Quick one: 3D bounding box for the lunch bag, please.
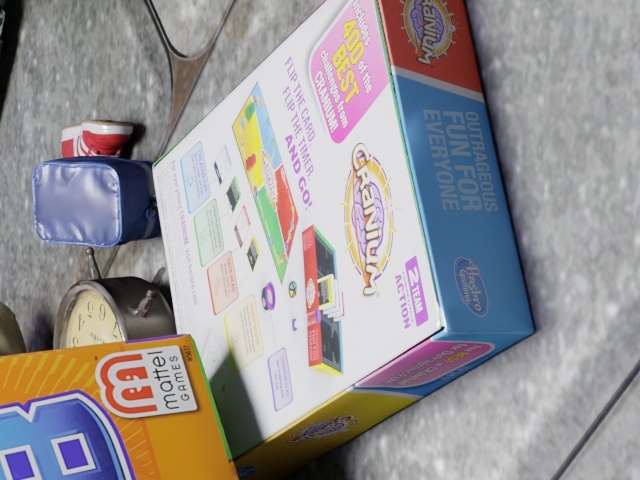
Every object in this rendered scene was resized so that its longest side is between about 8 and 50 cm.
[{"bbox_3d":[-0.167,-0.032,1.534,0.098,0.065,0.067,6,100,29],"label":"lunch bag"}]

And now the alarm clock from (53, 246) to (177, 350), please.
[{"bbox_3d":[-0.155,0.111,1.519,0.129,0.064,0.192,31,116,51],"label":"alarm clock"}]

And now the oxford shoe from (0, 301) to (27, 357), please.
[{"bbox_3d":[-0.295,0.241,1.727,0.146,0.140,0.397,-72,-6,-62],"label":"oxford shoe"}]

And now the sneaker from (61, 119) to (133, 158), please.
[{"bbox_3d":[-0.182,-0.062,1.597,0.118,0.042,0.067,173,102,-67],"label":"sneaker"}]

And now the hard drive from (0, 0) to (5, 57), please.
[{"bbox_3d":[-0.388,-0.136,1.909,0.237,0.064,0.339,52,134,47],"label":"hard drive"}]

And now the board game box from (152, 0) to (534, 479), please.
[{"bbox_3d":[0.000,0.000,1.266,0.316,0.064,0.242,-37,58,53],"label":"board game box"}]

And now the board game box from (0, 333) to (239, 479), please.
[{"bbox_3d":[-0.227,0.325,1.259,0.356,0.356,0.356,103,154,-47],"label":"board game box"}]
